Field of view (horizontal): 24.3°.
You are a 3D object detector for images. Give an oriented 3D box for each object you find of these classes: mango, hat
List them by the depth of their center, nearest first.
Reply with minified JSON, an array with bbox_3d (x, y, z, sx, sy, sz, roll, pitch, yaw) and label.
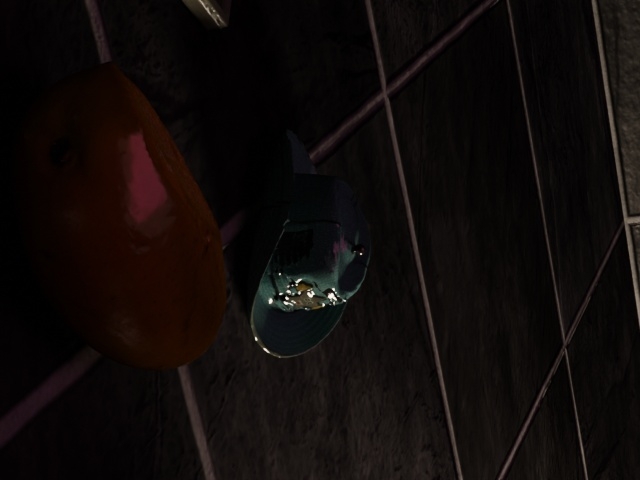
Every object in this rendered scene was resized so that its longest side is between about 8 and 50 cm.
[{"bbox_3d":[-0.117,-0.003,0.888,0.217,0.102,0.141,65,7,-45],"label":"mango"},{"bbox_3d":[0.000,0.000,1.180,0.138,0.078,0.191,57,36,-51],"label":"hat"}]

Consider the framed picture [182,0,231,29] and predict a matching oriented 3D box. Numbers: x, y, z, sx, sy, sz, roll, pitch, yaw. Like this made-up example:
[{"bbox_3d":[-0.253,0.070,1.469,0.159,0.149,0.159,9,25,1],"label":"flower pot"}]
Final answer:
[{"bbox_3d":[-0.104,-0.349,1.074,0.240,0.020,0.324,46,44,-56],"label":"framed picture"}]
